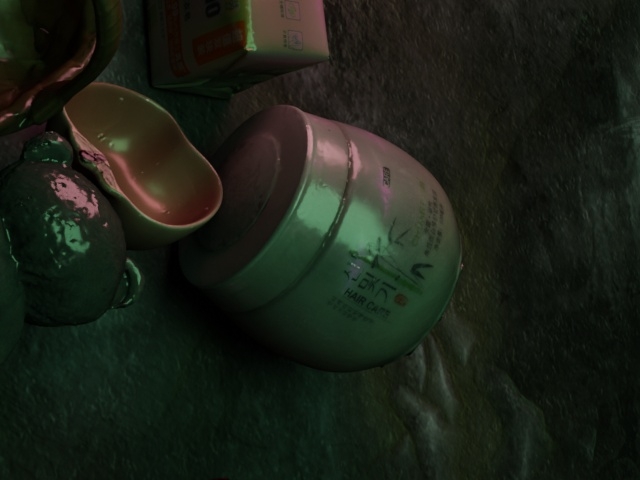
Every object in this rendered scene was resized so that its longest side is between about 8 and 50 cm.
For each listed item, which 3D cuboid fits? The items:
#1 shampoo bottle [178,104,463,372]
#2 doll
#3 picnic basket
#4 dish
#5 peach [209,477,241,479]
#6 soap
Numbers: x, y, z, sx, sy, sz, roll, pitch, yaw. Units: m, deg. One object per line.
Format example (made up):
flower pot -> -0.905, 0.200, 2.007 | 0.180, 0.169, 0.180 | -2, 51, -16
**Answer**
shampoo bottle -> 0.000, 0.000, 2.117 | 0.266, 0.273, 0.273 | 30, 60, -33
doll -> -0.360, 0.025, 1.871 | 0.340, 0.158, 0.246 | -24, 110, -17
picnic basket -> -0.325, -0.250, 1.829 | 0.337, 0.337, 0.293 | -44, 111, -41
dish -> -0.217, -0.068, 2.019 | 0.213, 0.090, 0.213 | 32, 32, -23
peach -> -0.077, 0.458, 1.888 | 0.310, 0.335, 0.406 | -42, 115, -35
soap -> -0.099, -0.280, 2.150 | 0.138, 0.182, 0.199 | 4, 77, -43
